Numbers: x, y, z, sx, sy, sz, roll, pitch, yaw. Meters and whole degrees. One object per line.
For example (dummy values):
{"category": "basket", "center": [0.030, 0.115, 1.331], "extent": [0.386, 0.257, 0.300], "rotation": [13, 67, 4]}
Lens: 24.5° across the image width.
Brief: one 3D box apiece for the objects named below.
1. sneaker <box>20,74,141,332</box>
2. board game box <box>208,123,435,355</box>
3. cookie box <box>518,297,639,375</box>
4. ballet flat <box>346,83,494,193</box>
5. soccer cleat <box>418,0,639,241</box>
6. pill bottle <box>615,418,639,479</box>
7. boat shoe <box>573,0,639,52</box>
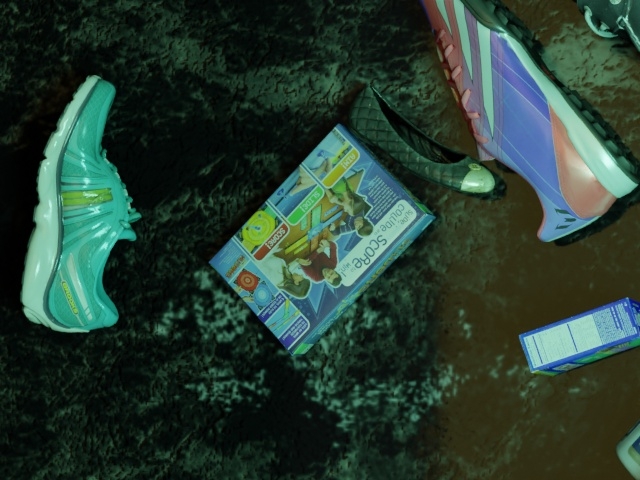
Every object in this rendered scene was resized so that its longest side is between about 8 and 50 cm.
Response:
{"category": "sneaker", "center": [-0.245, -0.038, 1.578], "extent": [0.110, 0.107, 0.275], "rotation": [8, 94, 1]}
{"category": "board game box", "center": [0.000, 0.000, 1.504], "extent": [0.201, 0.035, 0.136], "rotation": [-46, 73, 12]}
{"category": "cookie box", "center": [0.250, 0.091, 1.379], "extent": [0.107, 0.092, 0.040], "rotation": [-21, 77, 18]}
{"category": "ballet flat", "center": [0.098, -0.096, 1.461], "extent": [0.173, 0.057, 0.049], "rotation": [32, 117, 21]}
{"category": "soccer cleat", "center": [0.168, -0.145, 1.420], "extent": [0.116, 0.109, 0.318], "rotation": [-42, 77, 17]}
{"category": "pill bottle", "center": [0.356, 0.160, 1.334], "extent": [0.094, 0.094, 0.169], "rotation": [43, 101, 17]}
{"category": "boat shoe", "center": [0.287, -0.234, 1.380], "extent": [0.102, 0.108, 0.301], "rotation": [-22, 80, 22]}
